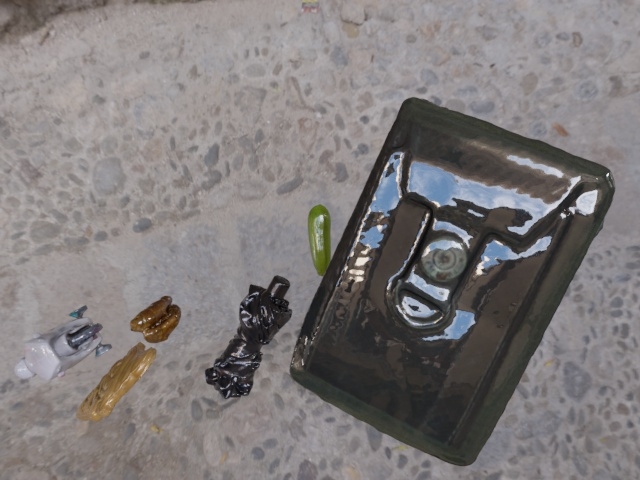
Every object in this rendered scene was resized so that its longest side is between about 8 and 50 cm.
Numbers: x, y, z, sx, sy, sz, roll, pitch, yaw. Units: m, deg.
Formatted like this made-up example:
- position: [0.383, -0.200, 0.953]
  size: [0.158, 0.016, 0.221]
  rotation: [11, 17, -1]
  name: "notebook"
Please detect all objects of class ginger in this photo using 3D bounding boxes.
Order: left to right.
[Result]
- position: [-0.432, 0.212, 1.279]
  size: [0.103, 0.073, 0.162]
  rotation: [45, 32, -3]
  name: "ginger"

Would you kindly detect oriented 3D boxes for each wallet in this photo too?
- position: [0.089, 0.036, 0.349]
  size: [0.168, 0.052, 0.245]
  rotation: [24, 99, 5]
  name: "wallet"

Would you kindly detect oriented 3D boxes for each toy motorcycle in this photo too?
- position: [-0.524, 0.216, 0.946]
  size: [0.170, 0.260, 0.110]
  rotation: [-31, 95, -31]
  name: "toy motorcycle"

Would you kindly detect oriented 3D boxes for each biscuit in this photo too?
- position: [-0.401, 0.278, 0.907]
  size: [0.250, 0.162, 0.035]
  rotation: [-41, 109, 21]
  name: "biscuit"

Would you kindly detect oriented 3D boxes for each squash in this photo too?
- position: [0.000, 0.000, 1.308]
  size: [0.066, 0.066, 0.201]
  rotation: [-5, 95, -10]
  name: "squash"

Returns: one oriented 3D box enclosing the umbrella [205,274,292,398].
- position: [-0.141, 0.192, 0.965]
  size: [0.110, 0.122, 0.272]
  rotation: [24, 102, -13]
  name: "umbrella"
